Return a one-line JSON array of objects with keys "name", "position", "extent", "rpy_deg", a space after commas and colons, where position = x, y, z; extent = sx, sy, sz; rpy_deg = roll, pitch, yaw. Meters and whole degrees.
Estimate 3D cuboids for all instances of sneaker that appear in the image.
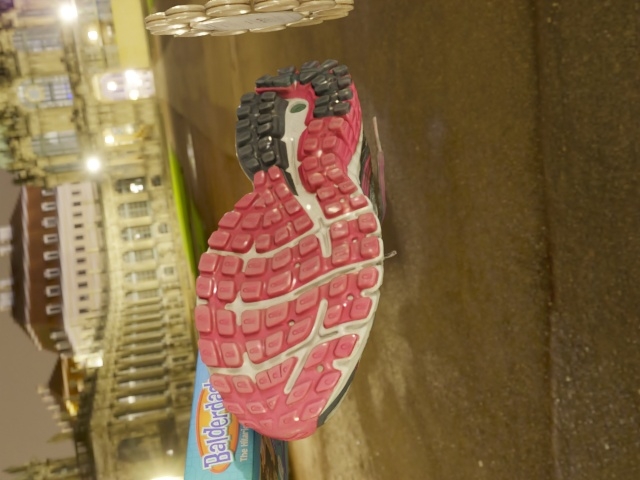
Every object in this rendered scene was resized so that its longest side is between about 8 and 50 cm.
[{"name": "sneaker", "position": [0.000, 0.000, 0.527], "extent": [0.112, 0.121, 0.299], "rpy_deg": [64, -155, -43]}]

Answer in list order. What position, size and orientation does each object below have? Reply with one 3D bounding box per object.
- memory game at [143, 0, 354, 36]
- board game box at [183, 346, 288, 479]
[{"name": "memory game", "position": [-0.062, -0.197, 0.666], "extent": [0.186, 0.186, 0.012], "rpy_deg": [-146, 49, -75]}, {"name": "board game box", "position": [-0.055, 0.173, 0.548], "extent": [0.210, 0.047, 0.160], "rpy_deg": [-94, -4, -50]}]
